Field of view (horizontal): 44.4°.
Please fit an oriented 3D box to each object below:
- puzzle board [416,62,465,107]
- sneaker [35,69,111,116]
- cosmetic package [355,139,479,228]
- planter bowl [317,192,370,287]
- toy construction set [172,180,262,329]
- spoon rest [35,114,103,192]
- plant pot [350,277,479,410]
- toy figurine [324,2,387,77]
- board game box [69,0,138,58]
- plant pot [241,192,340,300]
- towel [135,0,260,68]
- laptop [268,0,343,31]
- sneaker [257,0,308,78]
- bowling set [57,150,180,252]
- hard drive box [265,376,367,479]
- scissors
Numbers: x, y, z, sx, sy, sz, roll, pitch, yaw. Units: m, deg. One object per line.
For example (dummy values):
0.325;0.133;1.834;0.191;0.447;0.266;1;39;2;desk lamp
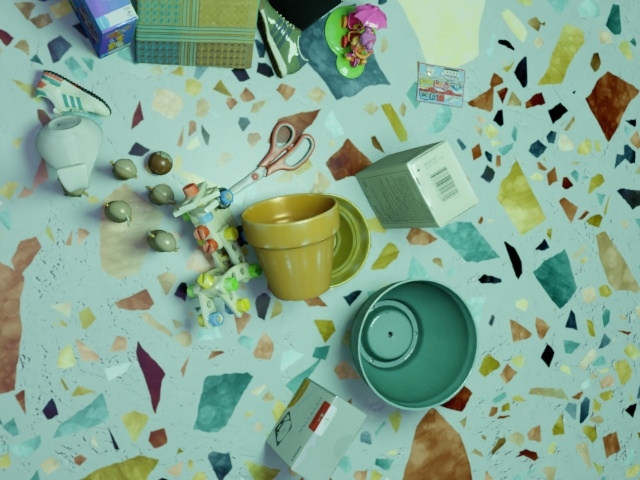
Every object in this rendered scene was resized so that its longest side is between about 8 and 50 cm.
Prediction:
0.300;-0.386;1.949;0.128;0.011;0.096;5;89;-18;puzzle board
-0.528;-0.294;1.669;0.161;0.057;0.075;29;97;-17;sneaker
0.208;-0.118;1.766;0.113;0.309;0.160;-31;101;-14;cosmetic package
0.000;0.000;1.811;0.217;0.090;0.217;0;91;-12;planter bowl
-0.232;0.006;1.670;0.215;0.151;0.328;-56;142;-48;toy construction set
-0.502;-0.175;1.579;0.137;0.276;0.084;-13;125;-12;spoon rest
0.191;0.227;1.821;0.293;0.196;0.293;0;91;-18;plant pot
0.094;-0.473;1.805;0.130;0.159;0.173;2;91;-18;toy figurine
-0.490;-0.562;1.579;0.078;0.233;0.347;-29;99;-15;board game box
-0.053;0.018;1.666;0.205;0.205;0.188;-14;111;-17;plant pot
-0.257;-0.554;1.673;0.271;0.040;0.370;0;120;-18;towel
-0.026;-0.646;1.842;0.234;0.136;0.264;54;50;-12;laptop
-0.088;-0.476;1.797;0.086;0.064;0.192;-23;104;-14;sneaker
-0.389;-0.117;1.655;0.287;0.154;0.200;30;82;-16;bowling set
-0.013;0.419;1.739;0.089;0.232;0.181;35;80;-15;hard drive box
-0.131;-0.150;1.807;0.109;0.021;0.297;43;77;-15;scissors
